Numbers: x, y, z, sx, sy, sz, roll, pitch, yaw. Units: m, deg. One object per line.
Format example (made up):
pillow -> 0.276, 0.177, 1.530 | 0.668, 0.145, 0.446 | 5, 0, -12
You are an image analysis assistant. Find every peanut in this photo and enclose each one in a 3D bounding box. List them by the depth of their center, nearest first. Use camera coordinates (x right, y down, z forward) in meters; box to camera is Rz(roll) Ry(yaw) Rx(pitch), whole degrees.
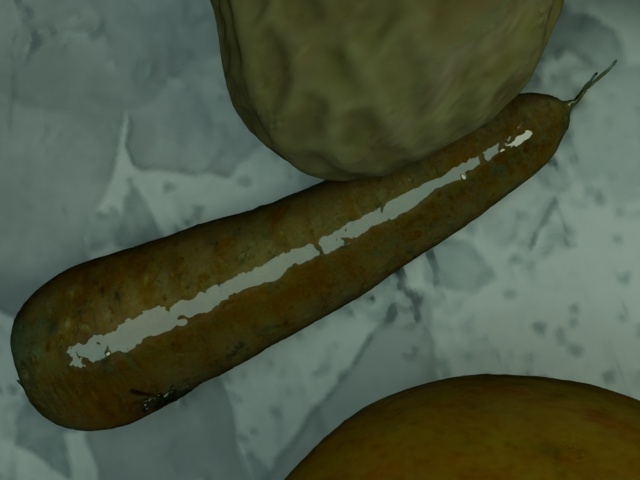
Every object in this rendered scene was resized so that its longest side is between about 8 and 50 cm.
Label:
peanut -> 0.010, -0.144, 0.553 | 0.196, 0.110, 0.233 | -35, 76, 53

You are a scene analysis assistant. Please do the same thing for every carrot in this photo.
carrot -> 0.000, 0.000, 0.609 | 0.298, 0.078, 0.078 | -27, 86, 8

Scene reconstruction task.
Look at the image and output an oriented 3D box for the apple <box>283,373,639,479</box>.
apple -> 0.088, 0.201, 0.480 | 0.275, 0.299, 0.299 | 29, 98, 20
